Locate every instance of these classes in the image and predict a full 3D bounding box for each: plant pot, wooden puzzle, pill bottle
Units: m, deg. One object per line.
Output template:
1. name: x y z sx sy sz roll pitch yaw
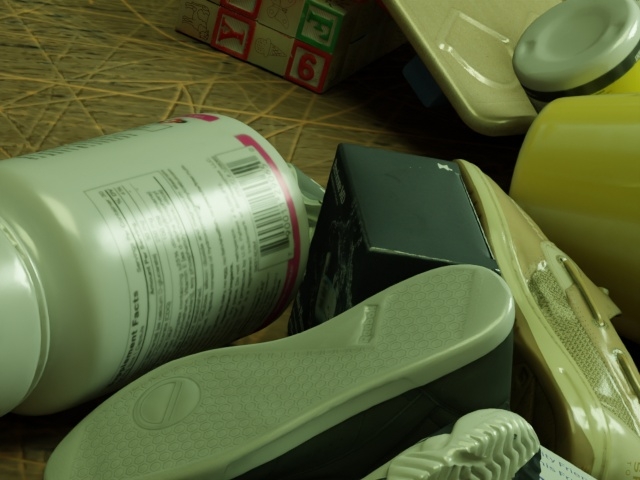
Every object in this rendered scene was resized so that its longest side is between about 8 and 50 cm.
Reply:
1. plant pot: 0.284 -0.015 1.344 0.239 0.254 0.254 12 22 27
2. wooden puzzle: 0.146 -0.221 1.710 0.322 0.080 0.348 -8 56 -53
3. pill bottle: -0.151 0.018 1.095 0.160 0.160 0.283 32 30 28
4. pill bottle: 0.261 -0.103 1.502 0.119 0.208 0.119 -23 35 17

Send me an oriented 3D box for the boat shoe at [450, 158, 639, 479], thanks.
1. boat shoe: 0.153 0.072 1.230 0.110 0.122 0.341 10 37 -23

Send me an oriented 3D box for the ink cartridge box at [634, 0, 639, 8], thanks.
1. ink cartridge box: 0.369 -0.145 1.584 0.100 0.172 0.237 -27 40 1

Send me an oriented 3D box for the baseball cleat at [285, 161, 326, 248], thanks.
1. baseball cleat: 0.000 0.000 1.337 0.109 0.072 0.206 43 -5 -31

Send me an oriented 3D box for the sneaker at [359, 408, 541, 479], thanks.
1. sneaker: -0.005 0.154 0.922 0.153 0.235 0.094 33 -14 51

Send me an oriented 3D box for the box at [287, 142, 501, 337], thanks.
1. box: 0.044 0.041 1.165 0.093 0.158 0.156 10 27 -13

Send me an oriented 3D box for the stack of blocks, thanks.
1. stack of blocks: -0.001 -0.259 1.792 0.171 0.087 0.297 25 28 16

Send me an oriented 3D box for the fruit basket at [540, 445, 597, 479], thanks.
1. fruit basket: 0.256 0.228 0.892 0.327 0.165 0.353 31 18 -6

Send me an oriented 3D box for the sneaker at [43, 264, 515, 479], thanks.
1. sneaker: -0.010 0.132 1.039 0.295 0.147 0.104 -21 38 -4
